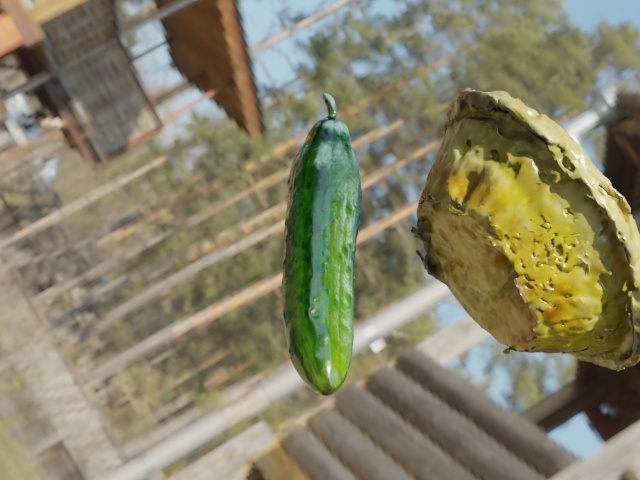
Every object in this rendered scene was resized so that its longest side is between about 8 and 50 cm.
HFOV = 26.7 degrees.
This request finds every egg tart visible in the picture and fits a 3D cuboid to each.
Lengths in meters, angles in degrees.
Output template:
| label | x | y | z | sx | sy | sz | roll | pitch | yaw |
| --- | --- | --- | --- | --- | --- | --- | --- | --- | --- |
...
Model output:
| label | x | y | z | sx | sy | sz | roll | pitch | yaw |
| --- | --- | --- | --- | --- | --- | --- | --- | --- | --- |
| egg tart | 0.134 | 0.004 | 0.889 | 0.212 | 0.090 | 0.212 | 46 | -20 | 23 |

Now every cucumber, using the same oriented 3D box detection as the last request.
| label | x | y | z | sx | sy | sz | roll | pitch | yaw |
| --- | --- | --- | --- | --- | --- | --- | --- | --- | --- |
| cucumber | 0.000 | 0.000 | 0.948 | 0.056 | 0.056 | 0.250 | 74 | 16 | -55 |
